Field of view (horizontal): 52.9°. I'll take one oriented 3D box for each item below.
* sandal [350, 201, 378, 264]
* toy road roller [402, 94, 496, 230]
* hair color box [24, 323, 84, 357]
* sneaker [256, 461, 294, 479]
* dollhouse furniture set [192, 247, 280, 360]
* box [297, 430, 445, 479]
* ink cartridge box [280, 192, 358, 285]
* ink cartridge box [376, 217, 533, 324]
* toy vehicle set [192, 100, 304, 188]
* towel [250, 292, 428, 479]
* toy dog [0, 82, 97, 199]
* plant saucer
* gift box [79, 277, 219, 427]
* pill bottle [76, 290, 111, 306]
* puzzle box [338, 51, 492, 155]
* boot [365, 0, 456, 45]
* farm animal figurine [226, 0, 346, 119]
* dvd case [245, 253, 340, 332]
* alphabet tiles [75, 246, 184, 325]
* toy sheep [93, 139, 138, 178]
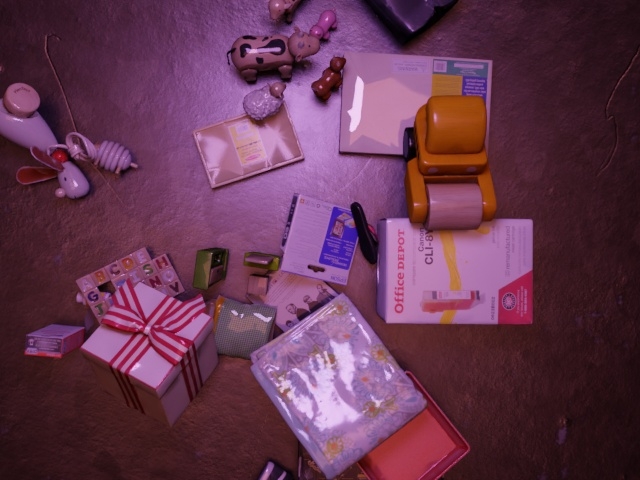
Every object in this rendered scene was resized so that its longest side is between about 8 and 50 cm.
[{"bbox_3d":[0.127,-0.021,1.716,0.040,0.067,0.179,-22,104,-25],"label":"sandal"},{"bbox_3d":[0.318,-0.207,1.575,0.203,0.240,0.329,-2,62,-2],"label":"toy road roller"},{"bbox_3d":[-0.686,0.259,1.671,0.093,0.167,0.053,6,91,-2],"label":"hair color box"},{"bbox_3d":[-0.144,0.723,1.740,0.121,0.079,0.216,30,88,-1],"label":"sneaker"},{"bbox_3d":[-0.222,0.180,1.671,0.198,0.151,0.301,9,96,6],"label":"dollhouse furniture set"},{"bbox_3d":[0.132,0.659,1.741,0.395,0.097,0.318,0,92,-2],"label":"box"},{"bbox_3d":[0.000,0.000,1.715,0.206,0.045,0.208,15,88,-27],"label":"ink cartridge box"},{"bbox_3d":[0.348,0.080,1.707,0.385,0.160,0.279,0,90,-1],"label":"ink cartridge box"},{"bbox_3d":[-0.194,-0.259,1.746,0.267,0.035,0.166,-18,91,-2],"label":"toy vehicle set"},{"bbox_3d":[0.039,0.363,1.647,0.321,0.090,0.374,-35,76,-9],"label":"towel"},{"bbox_3d":[-0.750,-0.240,1.651,0.334,0.220,0.161,42,49,5],"label":"toy dog"},{"bbox_3d":[0.210,0.519,1.677,0.258,0.048,0.259,-37,81,-11],"label":"plant saucer"},{"bbox_3d":[-0.407,0.256,1.590,0.255,0.258,0.276,19,54,13],"label":"gift box"},{"bbox_3d":[-0.610,0.157,1.734,0.083,0.043,0.043,7,91,-2],"label":"pill bottle"},{"bbox_3d":[0.258,-0.362,1.752,0.409,0.052,0.272,3,90,-2],"label":"puzzle box"},{"bbox_3d":[0.216,-0.787,1.672,0.367,0.146,0.445,-41,83,4],"label":"boot"},{"bbox_3d":[-0.090,-0.512,1.658,0.327,0.172,0.330,-21,84,-2],"label":"farm animal figurine"},{"bbox_3d":[-0.058,0.167,1.760,0.239,0.029,0.179,43,89,-1],"label":"dvd case"},{"bbox_3d":[-0.497,0.139,1.726,0.237,0.009,0.198,-27,104,-10],"label":"alphabet tiles"},{"bbox_3d":[-0.550,-0.219,1.712,0.132,0.091,0.091,25,90,-17],"label":"toy sheep"}]
